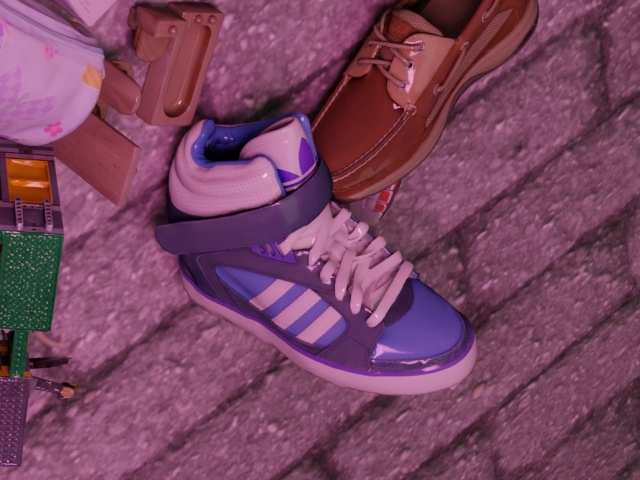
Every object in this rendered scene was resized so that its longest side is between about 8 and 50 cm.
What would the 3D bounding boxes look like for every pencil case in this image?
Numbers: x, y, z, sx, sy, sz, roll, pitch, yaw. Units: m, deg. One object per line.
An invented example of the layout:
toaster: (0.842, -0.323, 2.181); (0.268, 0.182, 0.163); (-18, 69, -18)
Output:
pencil case: (-0.282, -0.166, 1.545); (0.124, 0.113, 0.273); (-34, 153, 12)

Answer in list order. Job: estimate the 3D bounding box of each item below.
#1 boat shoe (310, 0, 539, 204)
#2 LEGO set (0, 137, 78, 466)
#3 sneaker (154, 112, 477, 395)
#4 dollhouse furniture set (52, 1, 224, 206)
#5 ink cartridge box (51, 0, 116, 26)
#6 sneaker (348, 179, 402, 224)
boat shoe: (0.087, -0.180, 1.940); (0.324, 0.122, 0.120); (-49, 147, -20)
LEGO set: (-0.336, 0.039, 1.671); (0.255, 0.192, 0.331); (-3, 122, -10)
sneaker: (0.000, 0.000, 1.829); (0.130, 0.323, 0.236); (-53, 156, -38)
dollhouse furniture set: (-0.138, -0.124, 1.743); (0.151, 0.123, 0.144); (-4, 121, -44)
ink cartridge box: (-0.169, -0.275, 1.612); (0.181, 0.104, 0.061); (-47, 142, -9)
sneaker: (0.078, -0.089, 2.050); (0.065, 0.061, 0.158); (-11, 127, -49)
